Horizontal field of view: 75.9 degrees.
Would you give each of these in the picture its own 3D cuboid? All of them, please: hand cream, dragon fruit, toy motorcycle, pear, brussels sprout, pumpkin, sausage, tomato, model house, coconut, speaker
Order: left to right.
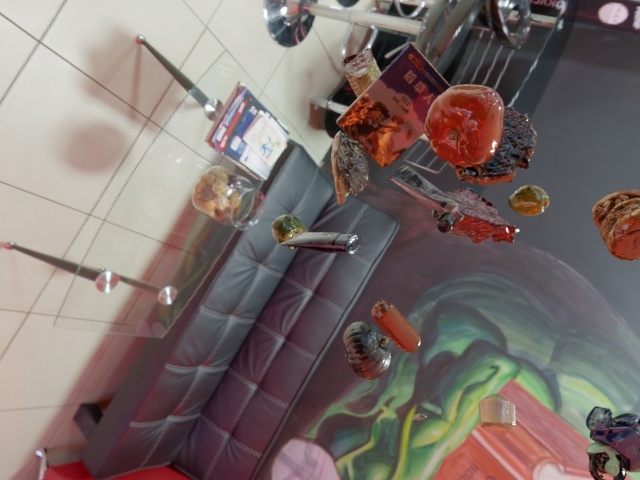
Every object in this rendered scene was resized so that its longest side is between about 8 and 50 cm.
[{"bbox_3d":[-0.143,-0.043,1.857,0.183,0.145,0.131,8,118,-58],"label":"brussels sprout"},{"bbox_3d":[0.000,0.000,1.337,0.120,0.270,0.061,-29,117,-44],"label":"hand cream"},{"bbox_3d":[0.223,-0.771,1.983,0.160,0.254,0.196,-24,136,15],"label":"model house"},{"bbox_3d":[0.202,0.462,1.755,0.216,0.250,0.250,-34,157,18],"label":"pumpkin"},{"bbox_3d":[0.220,0.250,1.200,0.197,0.076,0.076,48,69,-22],"label":"sausage"},{"bbox_3d":[0.431,-0.185,1.654,0.124,0.340,0.078,-35,153,-29],"label":"hand cream"},{"bbox_3d":[0.461,-0.074,1.561,0.075,0.094,0.060,-44,156,-49],"label":"speaker"},{"bbox_3d":[0.441,-0.354,1.248,0.180,0.259,0.260,-40,146,-27],"label":"tomato"},{"bbox_3d":[0.654,-0.051,1.797,0.286,0.329,0.228,-15,137,-41],"label":"dragon fruit"},{"bbox_3d":[0.592,0.578,1.381,0.116,0.116,0.122,79,22,-50],"label":"coconut"},{"bbox_3d":[0.708,-0.137,1.398,0.107,0.131,0.107,-11,115,-23],"label":"pear"},{"bbox_3d":[0.867,0.538,1.123,0.331,0.196,0.125,-12,168,-7],"label":"toy motorcycle"}]

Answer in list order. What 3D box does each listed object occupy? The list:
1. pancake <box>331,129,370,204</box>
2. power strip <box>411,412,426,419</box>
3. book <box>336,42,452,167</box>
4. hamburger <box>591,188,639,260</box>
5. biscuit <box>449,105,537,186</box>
[{"bbox_3d":[0.088,-0.261,1.393,0.212,0.056,0.257,63,36,-16],"label":"pancake"},{"bbox_3d":[0.329,0.587,1.365,0.083,0.027,0.017,111,-18,-59],"label":"power strip"},{"bbox_3d":[0.309,-0.531,1.679,0.428,0.300,0.039,-41,-165,33],"label":"book"},{"bbox_3d":[1.207,-0.054,1.594,0.211,0.244,0.261,-80,173,-54],"label":"hamburger"},{"bbox_3d":[0.585,-0.327,1.423,0.081,0.289,0.334,60,39,-59],"label":"biscuit"}]
